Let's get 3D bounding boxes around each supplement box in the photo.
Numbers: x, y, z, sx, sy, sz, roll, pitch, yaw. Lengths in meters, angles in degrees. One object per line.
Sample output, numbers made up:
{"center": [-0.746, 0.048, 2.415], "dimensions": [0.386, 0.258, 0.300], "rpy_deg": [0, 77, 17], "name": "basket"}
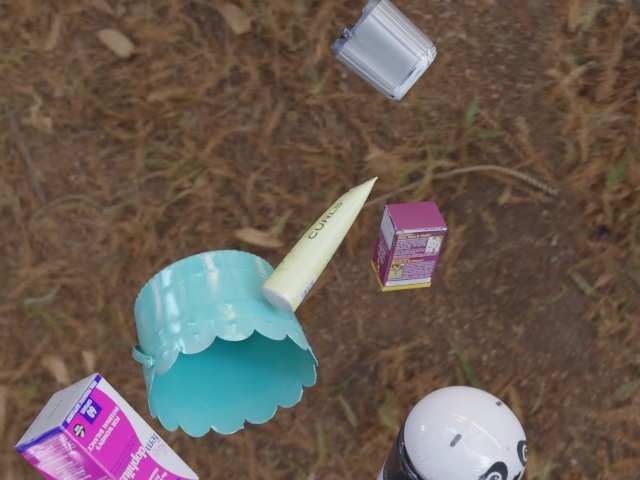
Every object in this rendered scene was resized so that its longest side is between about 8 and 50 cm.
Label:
{"center": [0.087, 0.006, 1.127], "dimensions": [0.043, 0.055, 0.083], "rpy_deg": [-110, 23, -43], "name": "supplement box"}
{"center": [-0.294, 0.311, 1.571], "dimensions": [0.114, 0.111, 0.220], "rpy_deg": [-27, 111, 35], "name": "supplement box"}

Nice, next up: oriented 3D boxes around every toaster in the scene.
{"center": [0.110, -0.325, 1.912], "dimensions": [0.146, 0.227, 0.129], "rpy_deg": [39, 104, -3], "name": "toaster"}

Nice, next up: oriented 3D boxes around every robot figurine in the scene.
{"center": [0.172, 0.320, 1.513], "dimensions": [0.173, 0.209, 0.278], "rpy_deg": [9, 134, -10], "name": "robot figurine"}

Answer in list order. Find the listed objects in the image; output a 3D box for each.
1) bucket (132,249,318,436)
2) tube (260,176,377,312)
{"center": [-0.158, 0.160, 1.768], "dimensions": [0.281, 0.281, 0.183], "rpy_deg": [-42, 49, 26], "name": "bucket"}
{"center": [0.000, 0.000, 1.698], "dimensions": [0.070, 0.062, 0.240], "rpy_deg": [22, 63, 33], "name": "tube"}
